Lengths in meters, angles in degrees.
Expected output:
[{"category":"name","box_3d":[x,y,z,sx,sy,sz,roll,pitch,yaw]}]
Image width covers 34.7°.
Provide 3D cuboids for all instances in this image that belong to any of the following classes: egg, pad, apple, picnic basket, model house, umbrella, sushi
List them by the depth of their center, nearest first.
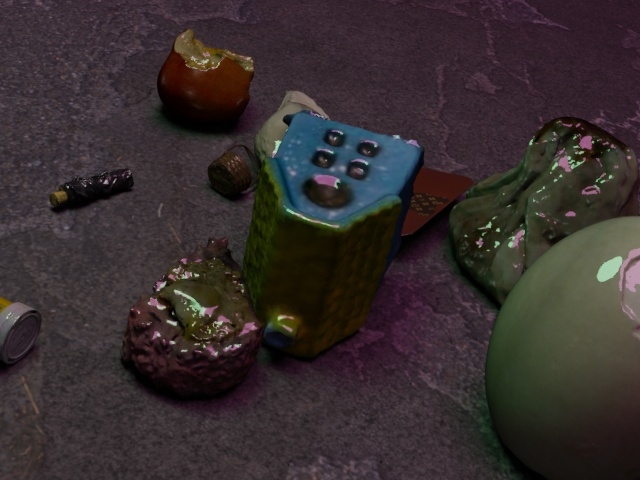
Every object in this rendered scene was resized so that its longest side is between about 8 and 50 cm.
[{"category":"egg","box_3d":[0.358,0.132,1.274,0.278,0.336,0.278,15,30,-9]},{"category":"sushi","box_3d":[-0.140,0.099,1.316,0.161,0.107,0.241,30,37,13]},{"category":"model house","box_3d":[0.000,0.000,1.397,0.215,0.237,0.303,16,36,4]},{"category":"umbrella","box_3d":[-0.343,-0.081,1.537,0.040,0.037,0.144,47,41,18]},{"category":"picnic basket","box_3d":[-0.133,-0.114,1.640,0.072,0.072,0.083,32,47,21]},{"category":"pad","box_3d":[0.126,-0.072,1.697,0.181,0.004,0.267,14,30,29]},{"category":"apple","box_3d":[-0.196,-0.274,1.778,0.158,0.147,0.156,24,2,-6]}]

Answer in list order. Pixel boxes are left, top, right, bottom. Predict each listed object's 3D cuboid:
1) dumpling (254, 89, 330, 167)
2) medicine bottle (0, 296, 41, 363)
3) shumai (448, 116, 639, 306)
[{"category":"dumpling","box_3d":[-0.024,-0.146,1.703,0.166,0.126,0.216,34,14,-21]},{"category":"medicine bottle","box_3d":[-0.452,0.072,1.255,0.218,0.074,0.074,25,36,14]},{"category":"shumai","box_3d":[0.370,-0.050,1.586,0.309,0.263,0.304,19,32,4]}]
